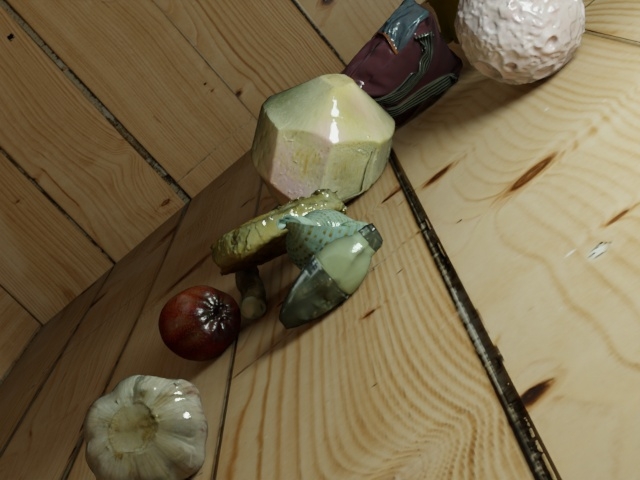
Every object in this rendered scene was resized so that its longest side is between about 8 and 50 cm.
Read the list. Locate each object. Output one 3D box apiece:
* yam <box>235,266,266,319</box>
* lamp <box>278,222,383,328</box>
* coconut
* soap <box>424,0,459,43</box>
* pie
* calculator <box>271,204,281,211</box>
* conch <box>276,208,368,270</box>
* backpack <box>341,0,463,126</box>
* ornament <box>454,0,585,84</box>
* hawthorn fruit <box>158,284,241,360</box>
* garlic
[{"bbox_3d":[-0.159,0.111,1.860,0.066,0.066,0.300,-41,15,1],"label":"yam"},{"bbox_3d":[0.016,0.067,1.484,0.250,0.101,0.101,-43,15,8],"label":"lamp"},{"bbox_3d":[0.010,-0.244,1.975,0.352,0.353,0.353,-38,16,13],"label":"coconut"},{"bbox_3d":[0.468,-0.630,2.064,0.335,0.156,0.293,-27,16,-2],"label":"soap"},{"bbox_3d":[-0.093,-0.017,1.807,0.339,0.083,0.339,-28,-6,-3],"label":"pie"},{"bbox_3d":[-0.125,-0.058,2.309,0.165,0.028,0.274,-38,14,24],"label":"calculator"},{"bbox_3d":[0.001,0.010,1.598,0.199,0.131,0.172,-8,19,-41],"label":"conch"},{"bbox_3d":[0.198,-0.430,2.122,0.317,0.283,0.197,-45,50,5],"label":"backpack"},{"bbox_3d":[0.394,-0.433,1.640,0.225,0.259,0.259,-57,17,-5],"label":"ornament"},{"bbox_3d":[-0.266,0.184,1.760,0.188,0.169,0.169,-32,18,45],"label":"hawthorn fruit"},{"bbox_3d":[-0.279,0.338,1.395,0.218,0.218,0.212,-45,-23,-11],"label":"garlic"}]
